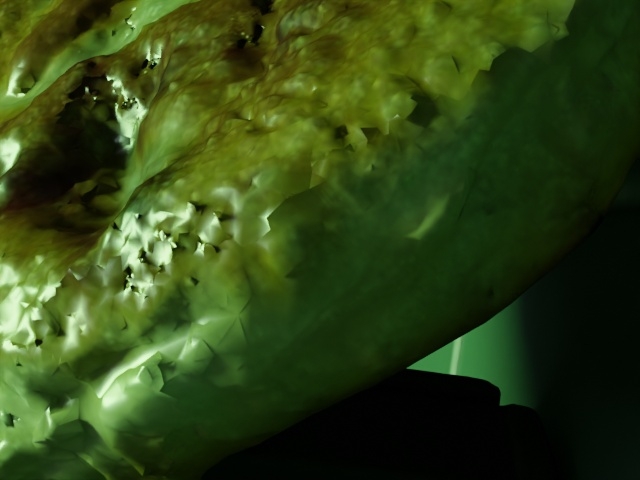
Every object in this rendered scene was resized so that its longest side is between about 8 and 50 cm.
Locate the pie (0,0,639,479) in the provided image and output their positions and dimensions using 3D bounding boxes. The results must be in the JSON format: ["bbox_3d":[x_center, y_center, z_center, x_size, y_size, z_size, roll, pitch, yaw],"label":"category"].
[{"bbox_3d":[-0.019,-0.058,0.439,0.315,0.092,0.315,-31,30,20],"label":"pie"}]

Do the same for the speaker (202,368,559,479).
[{"bbox_3d":[-0.026,0.166,0.515,0.231,0.153,0.192,111,165,-49],"label":"speaker"}]
